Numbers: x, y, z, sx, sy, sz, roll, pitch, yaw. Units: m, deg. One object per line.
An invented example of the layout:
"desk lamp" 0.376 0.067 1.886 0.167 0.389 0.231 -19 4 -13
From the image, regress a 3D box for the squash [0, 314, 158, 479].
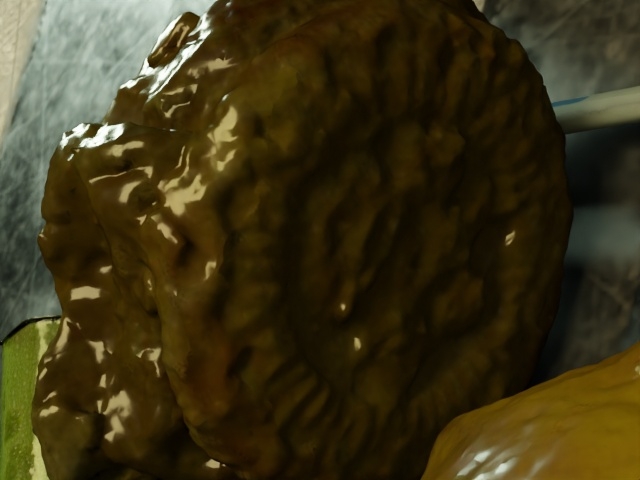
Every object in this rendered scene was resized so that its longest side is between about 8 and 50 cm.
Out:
"squash" -0.127 0.139 1.040 0.095 0.095 0.188 -20 61 40

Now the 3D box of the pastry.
"pastry" 0.000 0.000 0.856 0.132 0.235 0.240 3 94 44

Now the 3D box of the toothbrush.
"toothbrush" 0.049 -0.059 0.980 0.386 0.040 0.040 -8 66 45

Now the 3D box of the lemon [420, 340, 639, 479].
"lemon" 0.114 0.167 0.661 0.233 0.233 0.288 5 86 48
